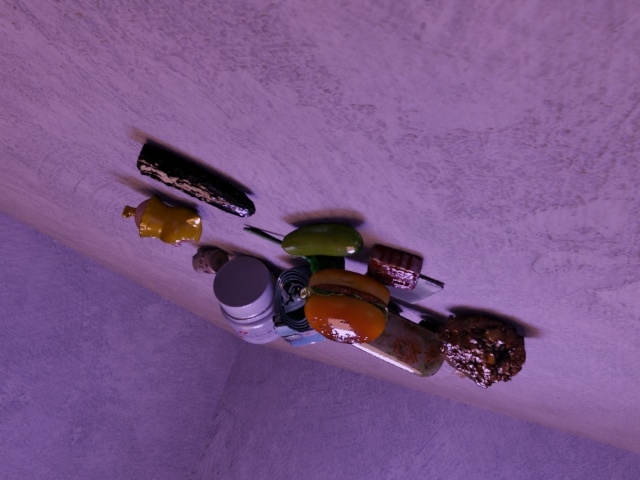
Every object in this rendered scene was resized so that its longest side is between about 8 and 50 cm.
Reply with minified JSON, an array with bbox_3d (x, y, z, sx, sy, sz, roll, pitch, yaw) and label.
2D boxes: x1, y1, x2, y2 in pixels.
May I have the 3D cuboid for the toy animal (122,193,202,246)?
[{"bbox_3d":[-0.462,-0.060,1.653,0.230,0.156,0.156,12,163,-10],"label":"toy animal"}]

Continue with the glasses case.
[{"bbox_3d":[0.204,0.303,1.818,0.426,0.156,0.098,25,-175,0],"label":"glasses case"}]

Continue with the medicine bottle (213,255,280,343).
[{"bbox_3d":[-0.244,0.215,2.023,0.245,0.245,0.306,14,152,20],"label":"medicine bottle"}]

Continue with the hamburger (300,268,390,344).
[{"bbox_3d":[0.062,0.187,1.487,0.246,0.169,0.246,10,157,4],"label":"hamburger"}]

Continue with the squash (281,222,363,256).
[{"bbox_3d":[0.001,-0.002,1.390,0.082,0.082,0.293,32,160,-33],"label":"squash"}]

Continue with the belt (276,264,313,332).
[{"bbox_3d":[-0.036,0.180,1.765,0.116,0.206,0.268,-8,175,-36],"label":"belt"}]

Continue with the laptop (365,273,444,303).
[{"bbox_3d":[0.227,0.126,1.625,0.188,0.015,0.269,22,162,-3],"label":"laptop"}]

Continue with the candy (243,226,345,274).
[{"bbox_3d":[-0.080,0.027,1.601,0.324,0.097,0.097,24,163,14],"label":"candy"}]

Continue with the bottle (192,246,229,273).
[{"bbox_3d":[-0.413,0.076,2.044,0.152,0.098,0.099,-1,153,45],"label":"bottle"}]

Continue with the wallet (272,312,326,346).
[{"bbox_3d":[-0.057,0.307,1.990,0.176,0.075,0.250,-14,152,9],"label":"wallet"}]

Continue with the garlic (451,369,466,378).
[{"bbox_3d":[0.571,0.466,2.142,0.175,0.099,0.124,27,142,-32],"label":"garlic"}]

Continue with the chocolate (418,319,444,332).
[{"bbox_3d":[0.377,0.328,1.914,0.133,0.156,0.156,44,160,-2],"label":"chocolate"}]

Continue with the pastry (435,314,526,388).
[{"bbox_3d":[0.476,0.335,1.678,0.275,0.192,0.275,20,164,6],"label":"pastry"}]

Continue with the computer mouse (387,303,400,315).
[{"bbox_3d":[0.098,0.253,1.976,0.374,0.114,0.203,12,160,26],"label":"computer mouse"}]

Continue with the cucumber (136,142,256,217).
[{"bbox_3d":[-0.288,-0.135,1.329,0.304,0.072,0.081,24,160,-15],"label":"cucumber"}]

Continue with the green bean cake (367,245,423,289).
[{"bbox_3d":[0.188,0.075,1.435,0.135,0.056,0.135,15,155,10],"label":"green bean cake"}]
